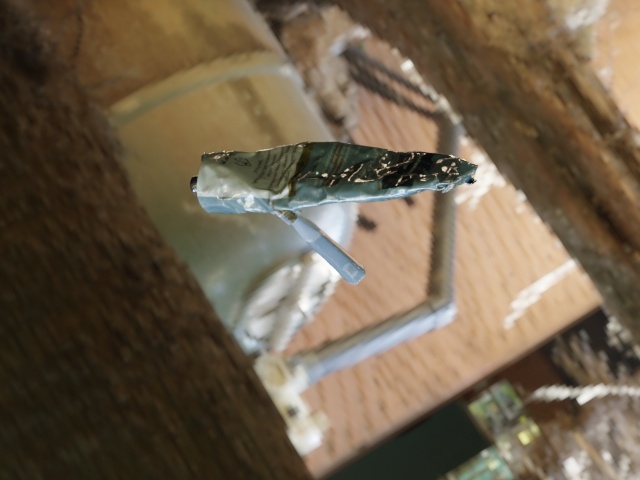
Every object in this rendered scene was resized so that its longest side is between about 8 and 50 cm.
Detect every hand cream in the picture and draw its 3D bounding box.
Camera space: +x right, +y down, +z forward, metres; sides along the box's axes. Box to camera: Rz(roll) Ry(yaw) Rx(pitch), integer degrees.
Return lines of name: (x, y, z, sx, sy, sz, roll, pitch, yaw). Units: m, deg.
hand cream: (0.004, -0.046, 1.212, 0.248, 0.052, 0.075, 1, -144, 23)

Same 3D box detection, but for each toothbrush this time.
toothbrush: (-0.002, -0.002, 1.407, 0.025, 0.030, 0.342, -47, 163, 0)
